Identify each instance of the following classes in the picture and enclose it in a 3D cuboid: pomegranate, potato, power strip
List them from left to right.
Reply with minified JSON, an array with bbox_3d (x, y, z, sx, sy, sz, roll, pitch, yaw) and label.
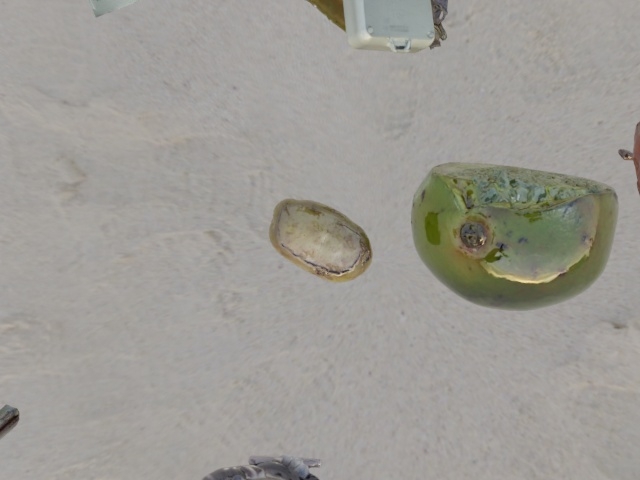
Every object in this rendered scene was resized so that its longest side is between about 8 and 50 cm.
[{"bbox_3d":[0.000,0.000,1.362,0.170,0.080,0.107,23,82,2],"label":"potato"},{"bbox_3d":[0.056,-0.259,0.799,0.081,0.035,0.192,-4,85,-29],"label":"power strip"},{"bbox_3d":[0.308,-0.005,1.380,0.309,0.358,0.216,10,99,32],"label":"pomegranate"}]

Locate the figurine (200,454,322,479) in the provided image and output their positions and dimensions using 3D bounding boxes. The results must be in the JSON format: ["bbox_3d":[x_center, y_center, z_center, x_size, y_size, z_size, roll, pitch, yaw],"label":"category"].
[{"bbox_3d":[-0.050,0.396,0.962,0.253,0.361,0.211,-17,115,-20],"label":"figurine"}]

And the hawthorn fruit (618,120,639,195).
[{"bbox_3d":[0.288,-0.043,0.583,0.207,0.243,0.208,-4,99,-25],"label":"hawthorn fruit"}]

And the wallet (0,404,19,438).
[{"bbox_3d":[-0.411,0.258,0.903,0.031,0.232,0.122,48,129,-2],"label":"wallet"}]

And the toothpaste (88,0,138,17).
[{"bbox_3d":[-0.321,-0.430,1.130,0.067,0.081,0.337,-23,61,-11],"label":"toothpaste"}]

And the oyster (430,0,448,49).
[{"bbox_3d":[0.213,-0.476,1.588,0.092,0.198,0.260,14,96,-11],"label":"oyster"}]

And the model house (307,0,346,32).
[{"bbox_3d":[0.055,-0.389,1.173,0.173,0.268,0.239,-18,111,26],"label":"model house"}]
